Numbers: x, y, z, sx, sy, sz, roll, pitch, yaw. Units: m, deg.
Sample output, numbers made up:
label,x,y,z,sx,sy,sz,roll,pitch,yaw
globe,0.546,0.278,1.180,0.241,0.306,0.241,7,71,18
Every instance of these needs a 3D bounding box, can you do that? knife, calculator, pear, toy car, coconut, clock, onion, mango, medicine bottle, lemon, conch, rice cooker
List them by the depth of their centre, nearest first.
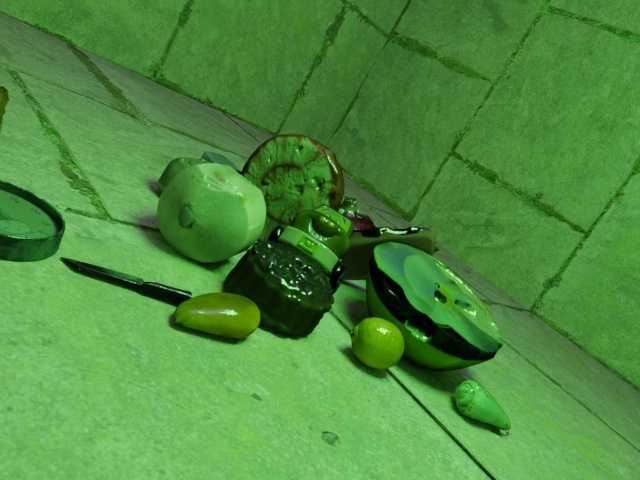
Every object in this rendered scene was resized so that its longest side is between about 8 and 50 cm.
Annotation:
label,x,y,z,sx,sy,sz,roll,pitch,yaw
clock,-0.527,-0.043,0.896,0.215,0.042,0.215,29,14,-8
knife,-0.336,0.068,0.965,0.230,0.028,0.060,21,4,-25
mango,-0.179,0.131,0.987,0.187,0.066,0.101,8,25,-42
lemon,0.122,0.222,1.197,0.133,0.109,0.109,20,16,-12
coconut,-0.240,-0.062,1.231,0.241,0.241,0.241,29,14,-8
conch,0.367,0.377,1.264,0.170,0.079,0.106,43,15,-20
toy car,0.000,0.000,1.389,0.204,0.198,0.248,33,-18,8
pear,0.260,0.194,1.422,0.399,0.165,0.399,27,26,-14
rice cooker,-0.344,-0.157,1.517,0.145,0.127,0.206,38,24,25
calculator,0.180,0.040,1.583,0.329,0.220,0.048,-6,49,-1
medicine bottle,-0.307,-0.182,1.695,0.094,0.119,0.188,11,23,-42
onion,0.072,-0.036,1.780,0.252,0.219,0.252,19,15,-5

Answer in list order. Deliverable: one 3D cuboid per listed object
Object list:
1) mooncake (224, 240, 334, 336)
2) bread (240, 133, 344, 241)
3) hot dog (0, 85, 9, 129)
label,x,y,z,sx,sy,sz,roll,pitch,yaw
mooncake,-0.081,0.098,1.180,0.228,0.124,0.228,30,15,-9
bread,-0.091,-0.141,1.568,0.295,0.328,0.114,32,15,16
hot dog,-0.754,-0.290,1.249,0.083,0.068,0.289,-2,32,-24
